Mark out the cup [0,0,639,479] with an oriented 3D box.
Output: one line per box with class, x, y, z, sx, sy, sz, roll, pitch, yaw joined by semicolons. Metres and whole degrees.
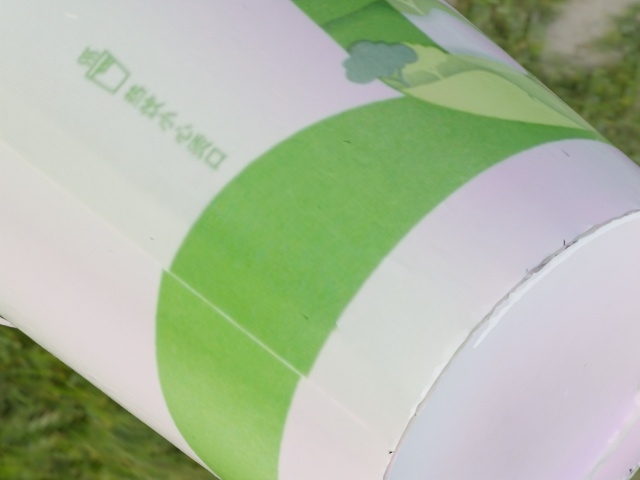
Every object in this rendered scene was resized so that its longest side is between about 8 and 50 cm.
cup;0.000;0.000;0.785;0.253;0.274;0.253;-29;140;-27
